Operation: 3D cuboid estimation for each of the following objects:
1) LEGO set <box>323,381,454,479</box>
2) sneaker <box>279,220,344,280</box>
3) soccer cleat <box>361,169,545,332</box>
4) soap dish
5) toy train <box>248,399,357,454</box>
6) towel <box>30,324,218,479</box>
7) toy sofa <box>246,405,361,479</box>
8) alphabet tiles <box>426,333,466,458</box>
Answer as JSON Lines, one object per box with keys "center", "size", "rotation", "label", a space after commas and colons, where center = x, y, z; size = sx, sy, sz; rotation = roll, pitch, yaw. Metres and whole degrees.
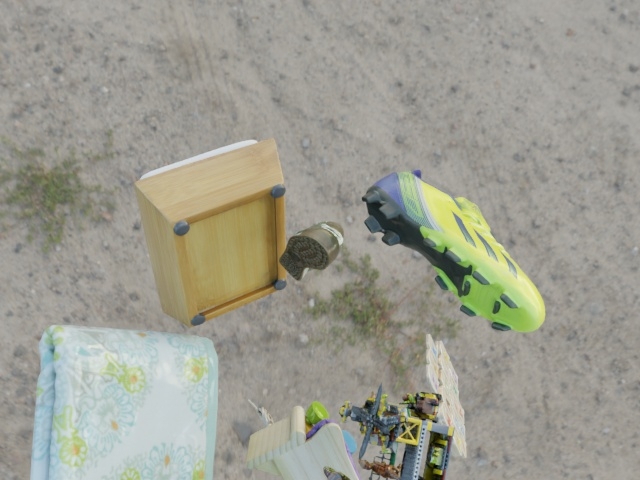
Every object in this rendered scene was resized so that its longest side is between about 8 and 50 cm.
{"center": [0.050, 0.364, 1.017], "size": [0.192, 0.255, 0.332], "rotation": [17, 84, -18], "label": "LEGO set"}
{"center": [0.000, 0.000, 1.005], "size": [0.086, 0.192, 0.064], "rotation": [-43, 91, -21], "label": "sneaker"}
{"center": [0.169, -0.004, 0.837], "size": [0.121, 0.094, 0.289], "rotation": [-29, 47, -21], "label": "soccer cleat"}
{"center": [-0.161, -0.004, 1.129], "size": [0.228, 0.291, 0.118], "rotation": [-21, 48, -22], "label": "soap dish"}
{"center": [-0.043, 0.382, 1.432], "size": [0.143, 0.105, 0.248], "rotation": [-48, 65, 17], "label": "toy train"}
{"center": [-0.297, 0.330, 1.103], "size": [0.090, 0.320, 0.375], "rotation": [-10, 75, 32], "label": "towel"}
{"center": [0.020, 0.491, 1.279], "size": [0.177, 0.150, 0.363], "rotation": [-27, 94, 0], "label": "toy sofa"}
{"center": [0.309, 0.376, 1.686], "size": [0.021, 0.278, 0.284], "rotation": [-17, 26, 17], "label": "alphabet tiles"}
